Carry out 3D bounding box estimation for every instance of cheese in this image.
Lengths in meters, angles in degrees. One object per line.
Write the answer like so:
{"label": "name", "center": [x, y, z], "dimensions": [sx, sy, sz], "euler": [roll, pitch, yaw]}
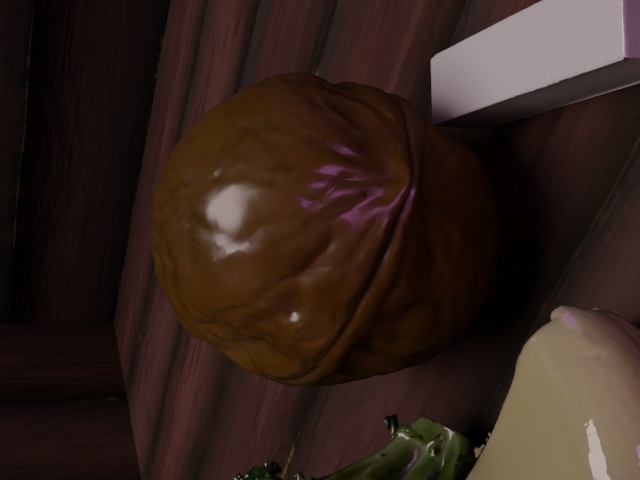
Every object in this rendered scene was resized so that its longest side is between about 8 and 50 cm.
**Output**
{"label": "cheese", "center": [0.211, 0.192, 0.769], "dimensions": [0.233, 0.127, 0.266], "euler": [-111, 33, -47]}

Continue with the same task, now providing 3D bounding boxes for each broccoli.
{"label": "broccoli", "center": [0.059, 0.321, 0.965], "dimensions": [0.283, 0.303, 0.321], "euler": [-55, -17, -15]}

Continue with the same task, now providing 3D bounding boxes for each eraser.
{"label": "eraser", "center": [0.207, -0.166, 0.848], "dimensions": [0.298, 0.076, 0.078], "euler": [170, 99, -67]}

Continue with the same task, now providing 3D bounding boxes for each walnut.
{"label": "walnut", "center": [0.000, 0.000, 0.976], "dimensions": [0.398, 0.353, 0.308], "euler": [142, 134, -65]}
